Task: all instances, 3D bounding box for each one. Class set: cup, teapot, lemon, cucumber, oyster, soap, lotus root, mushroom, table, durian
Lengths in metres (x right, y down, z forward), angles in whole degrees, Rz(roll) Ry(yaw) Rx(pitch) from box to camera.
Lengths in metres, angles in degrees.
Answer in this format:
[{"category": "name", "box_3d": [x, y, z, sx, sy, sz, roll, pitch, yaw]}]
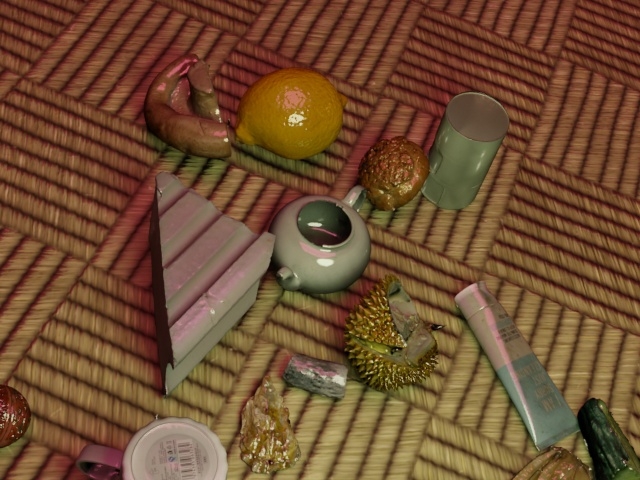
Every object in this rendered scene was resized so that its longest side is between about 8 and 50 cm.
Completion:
[{"category": "cup", "box_3d": [-0.243, 0.365, 1.376, 0.221, 0.202, 0.167, -1, 54, -14]}, {"category": "teapot", "box_3d": [0.000, 0.000, 1.723, 0.193, 0.129, 0.294, 34, 56, 11]}, {"category": "lemon", "box_3d": [-0.057, -0.248, 1.852, 0.244, 0.187, 0.187, -18, 61, -16]}, {"category": "cucumber", "box_3d": [0.496, 0.367, 1.604, 0.115, 0.086, 0.193, 31, 36, -47]}, {"category": "oyster", "box_3d": [-0.080, 0.313, 1.552, 0.122, 0.045, 0.146, 36, 56, -4]}, {"category": "cucumber", "box_3d": [-0.008, 0.230, 1.608, 0.112, 0.064, 0.064, 14, 54, 1]}, {"category": "soap", "box_3d": [-0.259, 0.068, 1.604, 0.258, 0.159, 0.302, 35, 54, 9]}, {"category": "lotus root", "box_3d": [0.382, 0.416, 1.552, 0.143, 0.070, 0.144, 30, 59, 17]}, {"category": "mushroom", "box_3d": [-0.266, -0.248, 1.838, 0.151, 0.156, 0.285, -17, 48, -8]}, {"category": "table", "box_3d": [0.276, -0.171, 1.843, 0.126, 0.220, 0.126, 5, 57, -8]}, {"category": "durian", "box_3d": [0.118, 0.168, 1.637, 0.237, 0.138, 0.193, 13, 48, -58]}]

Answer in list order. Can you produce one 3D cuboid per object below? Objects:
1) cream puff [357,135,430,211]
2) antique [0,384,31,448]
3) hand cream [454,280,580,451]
[{"category": "cream puff", "box_3d": [0.135, -0.136, 1.830, 0.115, 0.165, 0.150, 41, 79, -20]}, {"category": "antique", "box_3d": [-0.496, 0.272, 1.454, 0.104, 0.104, 0.104, 6, 55, -8]}, {"category": "hand cream", "box_3d": [0.345, 0.218, 1.684, 0.111, 0.070, 0.312, -18, 65, -32]}]
